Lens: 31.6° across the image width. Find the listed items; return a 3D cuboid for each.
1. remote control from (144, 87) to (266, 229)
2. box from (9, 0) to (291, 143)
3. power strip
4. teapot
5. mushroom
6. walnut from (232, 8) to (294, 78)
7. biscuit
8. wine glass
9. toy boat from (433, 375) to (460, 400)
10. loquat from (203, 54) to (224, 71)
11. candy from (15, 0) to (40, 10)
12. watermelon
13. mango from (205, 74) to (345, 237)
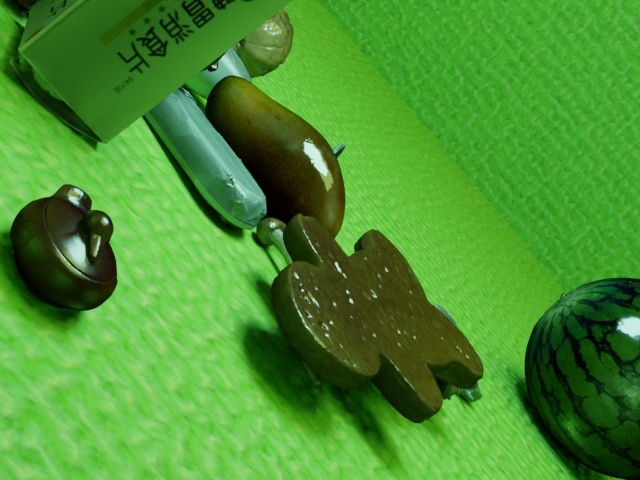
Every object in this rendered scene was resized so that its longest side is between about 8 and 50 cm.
[{"bbox_3d":[-0.149,-0.111,1.432,0.247,0.052,0.104,53,15,26],"label":"remote control"},{"bbox_3d":[-0.169,-0.272,1.240,0.145,0.333,0.173,49,11,-26],"label":"box"},{"bbox_3d":[0.207,0.179,1.759,0.060,0.027,0.252,44,16,-22],"label":"power strip"},{"bbox_3d":[-0.205,0.001,0.943,0.098,0.078,0.129,40,17,-32],"label":"teapot"},{"bbox_3d":[-0.025,0.077,1.353,0.068,0.043,0.306,17,32,-29],"label":"mushroom"},{"bbox_3d":[-0.122,-0.352,1.911,0.155,0.155,0.184,45,14,-13],"label":"walnut"},{"bbox_3d":[0.047,0.095,1.339,0.283,0.064,0.432,54,20,11],"label":"biscuit"},{"bbox_3d":[-0.123,-0.183,1.712,0.309,0.096,0.264,42,-17,3],"label":"wine glass"},{"bbox_3d":[0.130,0.132,1.565,0.200,0.077,0.057,56,29,13],"label":"toy boat"},{"bbox_3d":[-0.212,-0.309,1.442,0.238,0.193,0.238,27,12,-6],"label":"loquat"},{"bbox_3d":[-0.327,-0.320,1.343,0.043,0.103,0.103,41,17,-28],"label":"candy"},{"bbox_3d":[0.528,0.230,1.947,0.363,0.363,0.363,44,16,-16],"label":"watermelon"},{"bbox_3d":[-0.056,-0.109,1.525,0.267,0.133,0.111,53,2,10],"label":"mango"}]
